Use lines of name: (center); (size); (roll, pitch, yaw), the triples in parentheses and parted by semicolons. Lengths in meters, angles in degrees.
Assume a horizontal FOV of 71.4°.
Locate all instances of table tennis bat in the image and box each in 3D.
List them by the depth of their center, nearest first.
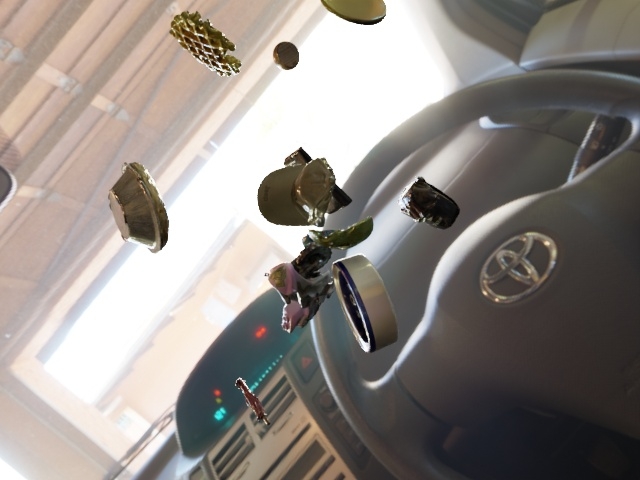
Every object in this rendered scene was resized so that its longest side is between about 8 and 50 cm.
table tennis bat: (0.110, -0.813, 1.464); (0.054, 0.224, 0.369); (112, 166, -53)

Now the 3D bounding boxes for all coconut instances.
coconut: (0.058, -0.009, 1.077); (0.158, 0.055, 0.133); (-17, -27, 18)

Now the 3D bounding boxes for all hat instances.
hat: (-0.074, -0.147, 1.292); (0.149, 0.244, 0.214); (82, -174, -74)

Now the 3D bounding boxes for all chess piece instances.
chess piece: (-0.101, -0.547, 1.321); (0.084, 0.084, 0.038); (-50, 22, -22)

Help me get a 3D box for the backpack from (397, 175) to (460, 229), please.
backpack: (0.302, -0.094, 1.248); (0.106, 0.165, 0.120); (-53, -2, -11)

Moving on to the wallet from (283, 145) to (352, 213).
wallet: (-0.021, -0.249, 1.905); (0.172, 0.318, 0.045); (-23, 25, 52)

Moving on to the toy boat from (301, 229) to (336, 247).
toy boat: (0.000, 0.000, 1.326); (0.110, 0.091, 0.175); (-34, -24, -2)

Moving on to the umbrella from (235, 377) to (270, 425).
umbrella: (-0.152, 0.360, 0.998); (0.027, 0.025, 0.165); (-28, 33, -20)

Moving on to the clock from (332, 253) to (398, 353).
clock: (0.104, 0.148, 1.065); (0.083, 0.230, 0.230); (-18, -5, -10)

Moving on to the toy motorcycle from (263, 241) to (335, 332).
toy motorcycle: (-0.066, 0.141, 1.242); (0.188, 0.143, 0.327); (-24, -38, -32)

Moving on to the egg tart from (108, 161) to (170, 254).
egg tart: (-0.445, -0.071, 1.073); (0.094, 0.234, 0.234); (-23, -14, -33)

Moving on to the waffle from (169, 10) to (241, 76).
waffle: (-0.388, -0.658, 1.516); (0.250, 0.261, 0.056); (5, 66, 57)
